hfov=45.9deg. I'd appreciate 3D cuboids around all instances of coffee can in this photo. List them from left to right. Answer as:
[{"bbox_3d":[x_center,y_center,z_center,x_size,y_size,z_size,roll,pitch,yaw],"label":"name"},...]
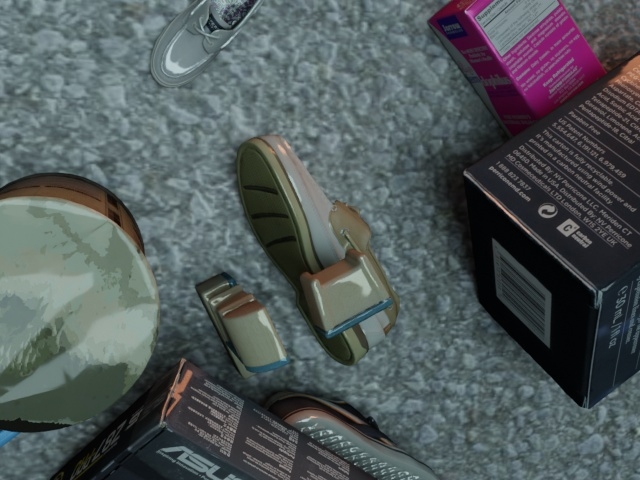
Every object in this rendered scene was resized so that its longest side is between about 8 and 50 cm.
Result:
[{"bbox_3d":[-0.269,0.042,0.745,0.201,0.275,0.202,-2,99,-16],"label":"coffee can"}]

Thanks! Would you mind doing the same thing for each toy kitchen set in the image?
[{"bbox_3d":[-0.028,0.086,0.861,0.166,0.207,0.122,-27,106,-14],"label":"toy kitchen set"}]

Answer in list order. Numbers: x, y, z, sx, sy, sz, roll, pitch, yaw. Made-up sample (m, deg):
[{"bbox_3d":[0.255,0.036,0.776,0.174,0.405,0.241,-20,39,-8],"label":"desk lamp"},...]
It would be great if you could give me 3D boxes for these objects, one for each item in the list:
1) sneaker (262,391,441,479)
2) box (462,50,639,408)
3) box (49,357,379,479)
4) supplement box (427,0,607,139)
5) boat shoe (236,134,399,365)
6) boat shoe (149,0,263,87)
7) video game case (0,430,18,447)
[{"bbox_3d":[0.054,0.294,0.962,0.126,0.127,0.321,-47,113,-4],"label":"sneaker"},{"bbox_3d":[0.396,-0.039,0.897,0.395,0.212,0.293,-35,144,-8],"label":"box"},{"bbox_3d":[-0.087,0.333,0.857,0.395,0.097,0.318,37,124,-18],"label":"box"},{"bbox_3d":[0.254,-0.226,0.943,0.114,0.111,0.220,-41,107,-6],"label":"supplement box"},{"bbox_3d":[0.000,0.000,0.915,0.103,0.113,0.302,-35,112,-28],"label":"boat shoe"},{"bbox_3d":[-0.120,-0.246,0.855,0.184,0.063,0.066,-42,107,-7],"label":"boat shoe"},{"bbox_3d":[-0.324,0.175,0.807,0.119,0.166,0.015,-36,106,-8],"label":"video game case"}]
